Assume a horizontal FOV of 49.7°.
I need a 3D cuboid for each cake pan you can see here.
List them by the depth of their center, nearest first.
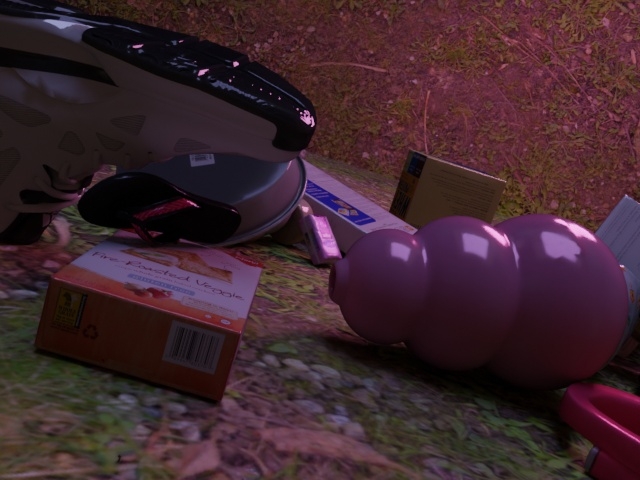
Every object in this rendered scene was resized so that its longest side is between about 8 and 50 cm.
[{"bbox_3d":[-0.166,-0.105,1.010,0.293,0.054,0.293,-1,43,1],"label":"cake pan"}]

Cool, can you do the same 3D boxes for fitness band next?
[{"bbox_3d":[0.368,0.227,0.663,0.290,0.054,0.209,28,13,39],"label":"fitness band"}]

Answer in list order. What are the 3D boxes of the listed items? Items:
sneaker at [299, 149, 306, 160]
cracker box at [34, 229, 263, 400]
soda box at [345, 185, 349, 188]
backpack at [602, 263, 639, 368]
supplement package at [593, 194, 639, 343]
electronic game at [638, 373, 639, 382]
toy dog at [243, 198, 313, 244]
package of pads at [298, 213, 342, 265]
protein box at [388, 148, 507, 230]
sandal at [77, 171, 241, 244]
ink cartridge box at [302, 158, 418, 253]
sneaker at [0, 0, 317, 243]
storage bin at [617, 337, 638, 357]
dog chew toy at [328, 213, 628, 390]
[{"bbox_3d":[-0.167,-0.218,1.824,0.343,0.134,0.146,-7,32,-44],"label":"sneaker"},{"bbox_3d":[-0.143,0.054,0.650,0.155,0.067,0.232,17,11,-4],"label":"cracker box"},{"bbox_3d":[-0.042,-0.127,1.654,0.210,0.071,0.067,20,11,10],"label":"soda box"},{"bbox_3d":[0.340,0.093,0.968,0.188,0.166,0.144,21,27,26],"label":"backpack"},{"bbox_3d":[0.510,0.072,1.043,0.244,0.134,0.139,38,-12,17],"label":"supplement package"},{"bbox_3d":[0.542,0.227,0.918,0.229,0.048,0.229,17,12,-4],"label":"electronic game"},{"bbox_3d":[-0.160,-0.109,1.161,0.333,0.161,0.220,20,11,10],"label":"toy dog"},{"bbox_3d":[0.000,0.000,1.115,0.050,0.032,0.083,5,60,-53],"label":"package of pads"},{"bbox_3d":[0.278,-0.078,1.580,0.199,0.201,0.136,15,12,-13],"label":"protein box"},{"bbox_3d":[-0.149,-0.023,0.687,0.179,0.067,0.040,13,37,-43],"label":"sandal"},{"bbox_3d":[0.005,-0.071,1.298,0.371,0.069,0.175,36,23,21],"label":"ink cartridge box"},{"bbox_3d":[-0.234,-0.104,0.756,0.447,0.258,0.169,18,22,9],"label":"sneaker"},{"bbox_3d":[0.509,0.102,1.283,0.260,0.123,0.262,26,14,34],"label":"storage bin"},{"bbox_3d":[0.174,0.063,0.796,0.331,0.207,0.206,6,14,-11],"label":"dog chew toy"}]
